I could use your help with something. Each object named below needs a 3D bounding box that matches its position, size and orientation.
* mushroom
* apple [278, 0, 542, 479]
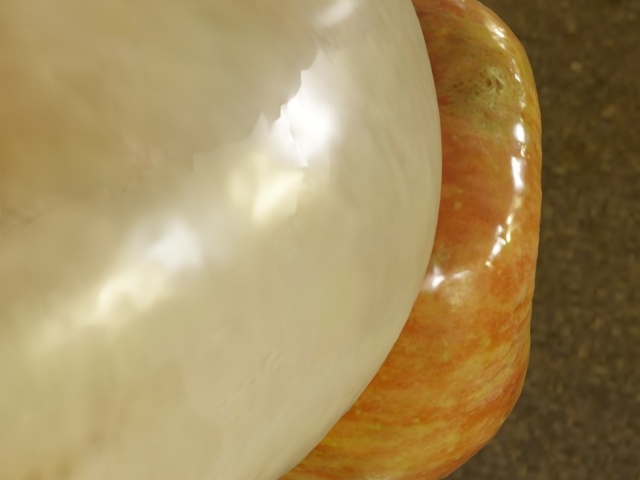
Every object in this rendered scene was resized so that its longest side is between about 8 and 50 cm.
[{"bbox_3d":[-0.123,0.001,0.472,0.297,0.290,0.297,5,39,-4],"label":"mushroom"},{"bbox_3d":[0.000,0.000,1.092,0.250,0.309,0.277,5,14,3],"label":"apple"}]
